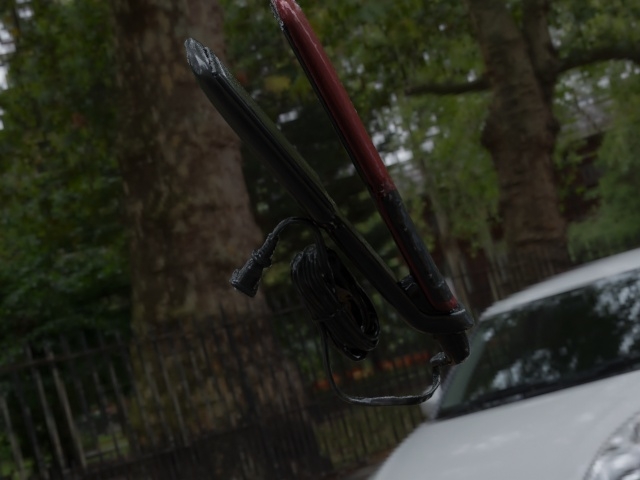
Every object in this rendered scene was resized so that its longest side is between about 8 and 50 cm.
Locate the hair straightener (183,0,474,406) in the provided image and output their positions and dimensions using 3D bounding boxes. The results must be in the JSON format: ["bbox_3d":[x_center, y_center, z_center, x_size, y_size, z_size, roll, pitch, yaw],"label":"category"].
[{"bbox_3d":[0.000,0.000,0.492,0.089,0.230,0.047,-30,35,4],"label":"hair straightener"}]
